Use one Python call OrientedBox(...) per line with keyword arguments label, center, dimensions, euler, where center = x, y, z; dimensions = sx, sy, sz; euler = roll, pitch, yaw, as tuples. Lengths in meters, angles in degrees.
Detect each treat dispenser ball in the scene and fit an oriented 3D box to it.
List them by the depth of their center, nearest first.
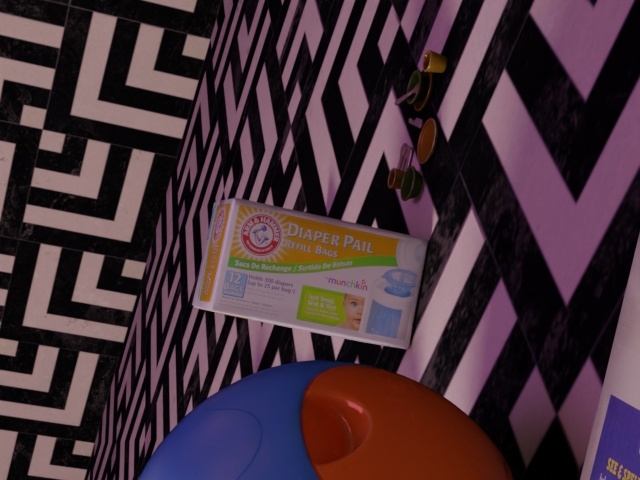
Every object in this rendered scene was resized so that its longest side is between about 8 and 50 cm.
OrientedBox(label="treat dispenser ball", center=(0.005, 0.226, 0.822), dimensions=(0.288, 0.288, 0.288), euler=(-169, 90, -75))

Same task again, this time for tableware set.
OrientedBox(label="tableware set", center=(0.098, -0.121, 1.240), dimensions=(0.104, 0.024, 0.154), euler=(-131, 54, -71))

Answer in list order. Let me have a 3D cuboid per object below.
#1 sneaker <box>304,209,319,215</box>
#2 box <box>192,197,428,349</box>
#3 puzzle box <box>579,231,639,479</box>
OrientedBox(label="sneaker", center=(0.000, 0.000, 1.491), dimensions=(0.057, 0.047, 0.119), euler=(-44, 34, 31))
OrientedBox(label="box", center=(-0.012, 0.032, 1.184), dimensions=(0.103, 0.203, 0.114), euler=(178, 103, -74))
OrientedBox(label="puzzle box", center=(0.229, 0.148, 0.522), dimensions=(0.409, 0.052, 0.272), euler=(-149, 71, -74))
